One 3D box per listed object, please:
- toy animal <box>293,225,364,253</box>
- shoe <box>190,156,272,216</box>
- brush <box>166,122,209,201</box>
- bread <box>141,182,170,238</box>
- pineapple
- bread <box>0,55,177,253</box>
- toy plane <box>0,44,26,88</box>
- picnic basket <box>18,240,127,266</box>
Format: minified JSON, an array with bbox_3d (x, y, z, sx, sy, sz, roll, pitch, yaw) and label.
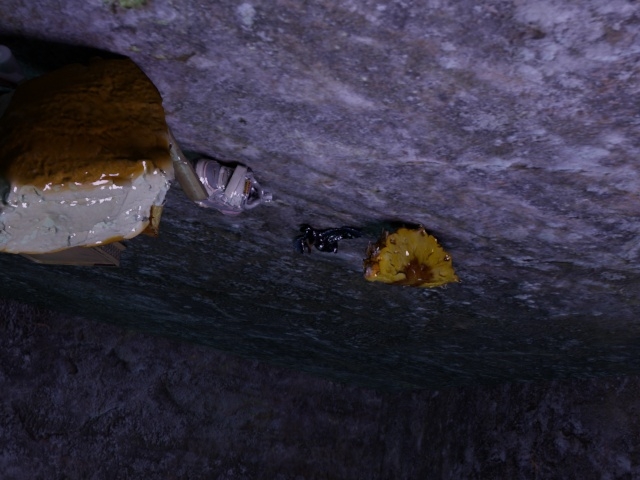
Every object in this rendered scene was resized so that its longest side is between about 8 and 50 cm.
[{"bbox_3d":[0.000,0.000,1.746,0.108,0.062,0.220,1,170,-42],"label":"toy animal"},{"bbox_3d":[-0.170,-0.099,1.464,0.092,0.089,0.180,-2,161,31],"label":"shoe"},{"bbox_3d":[-0.258,-0.147,1.325,0.043,0.036,0.248,3,141,24],"label":"brush"},{"bbox_3d":[-0.359,-0.100,1.492,0.134,0.129,0.260,14,159,-10],"label":"bread"},{"bbox_3d":[0.185,0.025,1.615,0.233,0.135,0.079,11,154,-35],"label":"pineapple"},{"bbox_3d":[-0.374,-0.119,1.133,0.279,0.250,0.225,-6,151,-26],"label":"bread"},{"bbox_3d":[-0.556,-0.251,1.156,0.252,0.118,0.252,6,159,2],"label":"toy plane"},{"bbox_3d":[-0.576,-0.032,1.765,0.266,0.139,0.165,2,160,20],"label":"picnic basket"}]
